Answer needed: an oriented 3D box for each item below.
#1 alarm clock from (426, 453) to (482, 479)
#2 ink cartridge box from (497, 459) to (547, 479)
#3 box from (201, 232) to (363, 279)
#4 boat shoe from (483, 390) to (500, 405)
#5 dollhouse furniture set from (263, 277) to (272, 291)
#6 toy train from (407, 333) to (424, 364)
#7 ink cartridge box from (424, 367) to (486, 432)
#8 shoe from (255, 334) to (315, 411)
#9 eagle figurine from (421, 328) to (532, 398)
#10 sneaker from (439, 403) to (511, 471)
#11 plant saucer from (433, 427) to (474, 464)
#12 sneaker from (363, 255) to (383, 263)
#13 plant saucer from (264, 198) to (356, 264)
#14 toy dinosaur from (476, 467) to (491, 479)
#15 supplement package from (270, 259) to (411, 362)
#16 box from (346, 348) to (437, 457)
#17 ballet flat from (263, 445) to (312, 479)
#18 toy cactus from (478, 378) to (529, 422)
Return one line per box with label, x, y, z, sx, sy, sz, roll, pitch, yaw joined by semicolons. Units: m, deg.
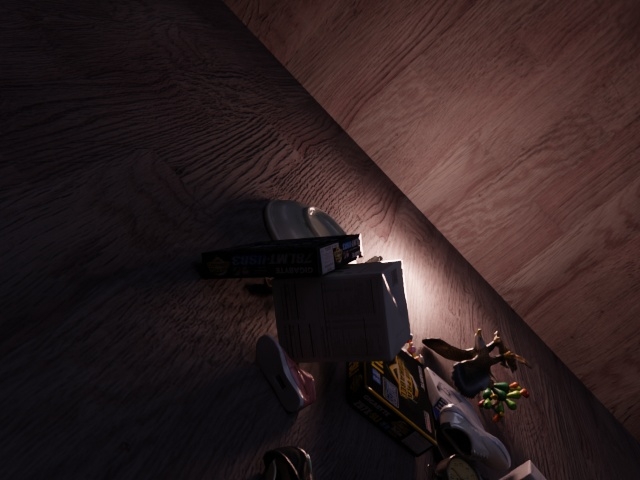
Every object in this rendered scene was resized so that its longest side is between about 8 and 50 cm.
alarm clock;0.330;0.602;1.576;0.192;0.064;0.129;30;40;-27
ink cartridge box;0.585;0.738;1.732;0.203;0.148;0.086;50;18;5
box;-0.082;0.037;1.506;0.293;0.296;0.073;-12;98;-68
boat shoe;0.623;0.542;2.313;0.043;0.049;0.137;17;40;-35
dollhouse furniture set;-0.079;0.122;1.628;0.114;0.081;0.091;26;29;-46
toy train;0.275;0.343;1.936;0.166;0.046;0.125;-107;-178;-54
ink cartridge box;0.405;0.512;1.896;0.223;0.045;0.224;40;14;-19
shoe;-0.074;0.285;1.372;0.178;0.063;0.081;60;22;18
eagle figurine;0.510;0.400;2.130;0.226;0.299;0.225;148;-74;-71
sneaker;0.420;0.569;1.745;0.258;0.094;0.091;40;39;-7
plant saucer;0.361;0.593;1.724;0.168;0.029;0.168;39;22;-20
sneaker;0.215;0.161;2.094;0.099;0.121;0.262;15;38;-55
plant saucer;0.000;0.000;1.992;0.400;0.100;0.400;40;21;-19
toy dinosaur;0.476;0.727;1.644;0.118;0.064;0.268;42;23;-28
supplement package;0.053;0.162;1.469;0.199;0.263;0.197;-18;102;-69
box;0.183;0.380;1.690;0.257;0.079;0.322;40;21;-15
ballet flat;-0.046;0.465;1.064;0.096;0.095;0.280;24;19;-28
toy cactus;0.619;0.538;2.226;0.219;0.112;0.180;-18;43;-33
